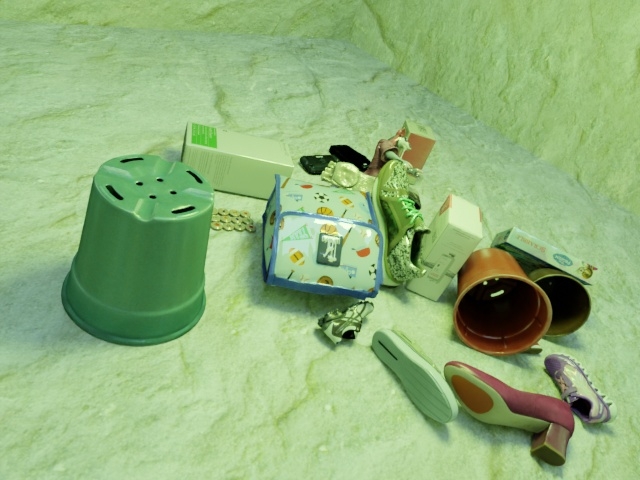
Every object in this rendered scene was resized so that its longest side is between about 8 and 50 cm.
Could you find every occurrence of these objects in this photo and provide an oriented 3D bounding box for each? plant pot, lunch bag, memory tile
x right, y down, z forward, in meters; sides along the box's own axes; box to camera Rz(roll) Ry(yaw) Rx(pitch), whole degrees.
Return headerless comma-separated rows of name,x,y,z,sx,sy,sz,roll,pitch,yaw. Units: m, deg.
plant pot,0.536,0.164,1.619,0.273,0.272,0.265,22,26,-1
plant pot,-0.401,0.006,1.216,0.341,0.334,0.341,16,34,-11
lunch bag,0.000,0.000,1.545,0.328,0.238,0.385,10,40,-12
memory tile,-0.283,-0.066,1.673,0.148,0.012,0.113,3,38,-26
plant pot,0.771,0.182,1.788,0.215,0.215,0.230,25,18,4

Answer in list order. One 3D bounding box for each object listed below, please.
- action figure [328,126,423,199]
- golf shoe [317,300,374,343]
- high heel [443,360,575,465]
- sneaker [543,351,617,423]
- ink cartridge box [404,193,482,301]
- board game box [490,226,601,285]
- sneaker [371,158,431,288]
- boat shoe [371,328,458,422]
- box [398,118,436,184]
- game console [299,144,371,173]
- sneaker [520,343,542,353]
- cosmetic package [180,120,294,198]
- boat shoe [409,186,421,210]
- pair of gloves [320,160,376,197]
action figure,0.222,-0.257,1.962,0.276,0.370,0.248,18,-10,20
golf shoe,0.083,0.226,1.436,0.198,0.077,0.094,-14,65,-40
high heel,0.484,0.396,1.354,0.377,0.127,0.181,41,44,-2
sneaker,0.722,0.424,1.501,0.105,0.095,0.236,-10,45,-28
ink cartridge box,0.394,0.022,1.697,0.117,0.283,0.207,25,34,-2
board game box,0.807,0.062,1.932,0.319,0.065,0.318,28,1,9
sneaker,0.274,-0.056,1.640,0.158,0.410,0.182,3,-6,-44
boat shoe,0.255,0.329,1.347,0.094,0.109,0.302,-4,39,-37
box,0.394,-0.389,2.316,0.127,0.232,0.148,15,34,-11
game console,0.063,-0.334,2.224,0.361,0.044,0.213,-9,43,-39
sneaker,0.631,0.315,1.638,0.119,0.042,0.067,15,37,-25
cosmetic package,-0.294,-0.273,1.831,0.366,0.155,0.197,8,34,-19
boat shoe,0.277,-0.177,2.074,0.285,0.102,0.092,14,29,-23
pair of gloves,0.075,-0.148,1.812,0.204,0.240,0.042,26,-2,7
